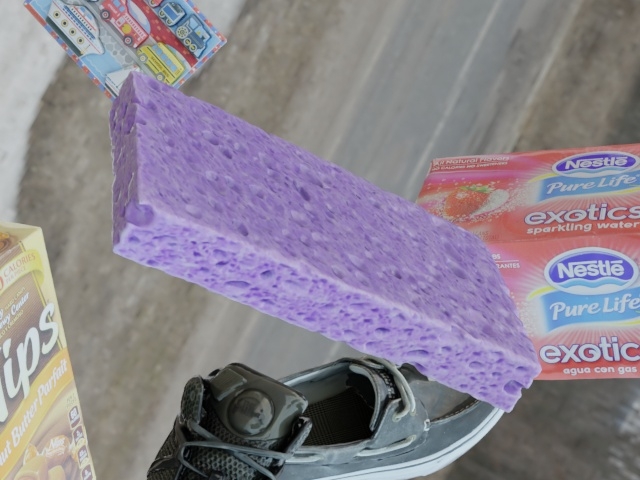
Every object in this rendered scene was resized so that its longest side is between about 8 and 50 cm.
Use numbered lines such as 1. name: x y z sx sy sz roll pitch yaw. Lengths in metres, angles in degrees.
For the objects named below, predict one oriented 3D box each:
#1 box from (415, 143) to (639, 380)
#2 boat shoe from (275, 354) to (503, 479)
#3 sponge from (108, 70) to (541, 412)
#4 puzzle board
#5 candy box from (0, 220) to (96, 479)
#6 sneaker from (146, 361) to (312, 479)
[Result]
1. box: 0.233 0.015 1.200 0.154 0.300 0.142 -64 146 -53
2. boat shoe: 0.046 0.169 1.388 0.335 0.121 0.119 -19 151 -21
3. sponge: 0.000 0.000 0.664 0.031 0.210 0.117 -54 -153 24
4. puzzle board: -0.147 -0.163 1.081 0.096 0.128 0.011 -43 179 8
5. candy box: -0.335 0.159 1.449 0.183 0.088 0.316 -45 136 -50
6. sneaker: -0.071 0.155 0.844 0.227 0.087 0.130 -68 -179 -56
